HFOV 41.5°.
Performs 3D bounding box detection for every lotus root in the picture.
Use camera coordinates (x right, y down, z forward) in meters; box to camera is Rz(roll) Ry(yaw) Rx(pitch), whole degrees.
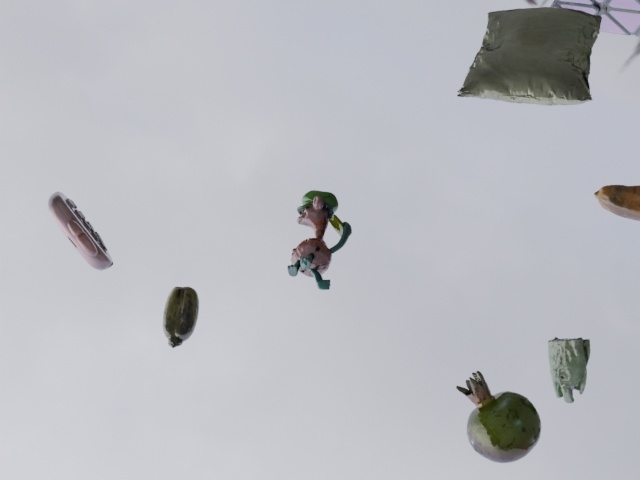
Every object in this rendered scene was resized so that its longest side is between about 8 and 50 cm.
[{"bbox_3d":[-0.215,0.118,1.292,0.054,0.049,0.099,5,-107,6],"label":"lotus root"}]

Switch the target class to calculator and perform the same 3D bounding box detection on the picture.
[{"bbox_3d":[-0.277,-0.011,0.972,0.103,0.024,0.166,56,172,-16],"label":"calculator"}]

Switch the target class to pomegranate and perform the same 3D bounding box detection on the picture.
[{"bbox_3d":[0.296,0.309,1.447,0.159,0.129,0.129,29,-147,3],"label":"pomegranate"}]

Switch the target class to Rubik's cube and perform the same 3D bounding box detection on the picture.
[{"bbox_3d":[0.419,-0.359,1.171,0.190,0.211,0.178,47,-157,25],"label":"Rubik's cube"}]

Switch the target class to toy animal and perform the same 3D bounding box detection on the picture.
[{"bbox_3d":[0.000,0.000,1.479,0.103,0.100,0.208,-1,-141,11],"label":"toy animal"}]

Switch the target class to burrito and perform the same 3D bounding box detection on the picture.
[{"bbox_3d":[0.431,0.223,1.465,0.044,0.074,0.118,-3,-87,-43],"label":"burrito"}]

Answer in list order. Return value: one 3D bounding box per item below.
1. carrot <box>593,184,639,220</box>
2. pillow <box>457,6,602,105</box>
[{"bbox_3d":[0.348,-0.021,0.745,0.210,0.061,0.061,15,-156,25],"label":"carrot"},{"bbox_3d":[0.258,-0.224,1.015,0.148,0.050,0.229,5,-144,19],"label":"pillow"}]
